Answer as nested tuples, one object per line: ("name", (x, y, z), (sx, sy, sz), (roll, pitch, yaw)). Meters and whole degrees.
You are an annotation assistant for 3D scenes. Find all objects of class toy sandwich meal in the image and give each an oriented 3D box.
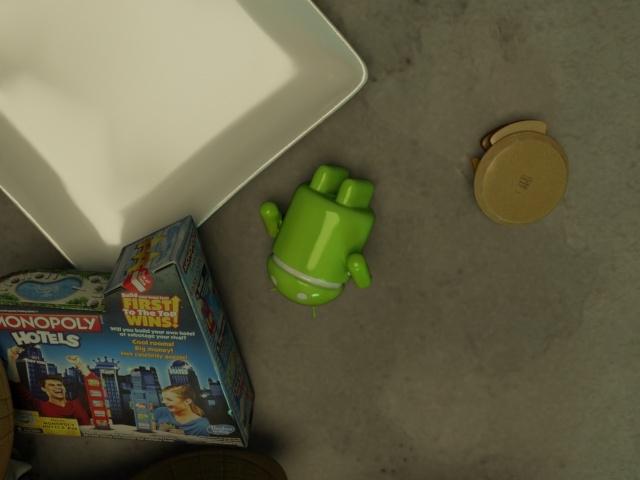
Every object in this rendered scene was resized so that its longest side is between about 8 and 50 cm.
("toy sandwich meal", (0.154, -0.052, 0.598), (0.085, 0.029, 0.086), (-3, 112, -7))

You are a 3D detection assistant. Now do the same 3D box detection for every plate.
("plate", (-0.153, -0.140, 0.575), (0.278, 0.045, 0.277), (-40, 101, 11))

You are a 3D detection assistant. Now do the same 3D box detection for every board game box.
("board game box", (-0.149, 0.070, 0.587), (0.194, 0.060, 0.194), (4, 126, 0))

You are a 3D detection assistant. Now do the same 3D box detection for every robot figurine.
("robot figurine", (0.000, 0.000, 0.595), (0.101, 0.067, 0.115), (30, 106, 22))

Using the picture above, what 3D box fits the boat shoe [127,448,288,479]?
("boat shoe", (-0.132, 0.233, 0.624), (0.223, 0.080, 0.073), (-16, 143, -4))

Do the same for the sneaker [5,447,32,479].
("sneaker", (-0.325, 0.204, 0.647), (0.292, 0.110, 0.118), (42, 94, -17))

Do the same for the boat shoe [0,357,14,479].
("boat shoe", (-0.292, 0.186, 0.554), (0.096, 0.098, 0.277), (9, 100, 28))
